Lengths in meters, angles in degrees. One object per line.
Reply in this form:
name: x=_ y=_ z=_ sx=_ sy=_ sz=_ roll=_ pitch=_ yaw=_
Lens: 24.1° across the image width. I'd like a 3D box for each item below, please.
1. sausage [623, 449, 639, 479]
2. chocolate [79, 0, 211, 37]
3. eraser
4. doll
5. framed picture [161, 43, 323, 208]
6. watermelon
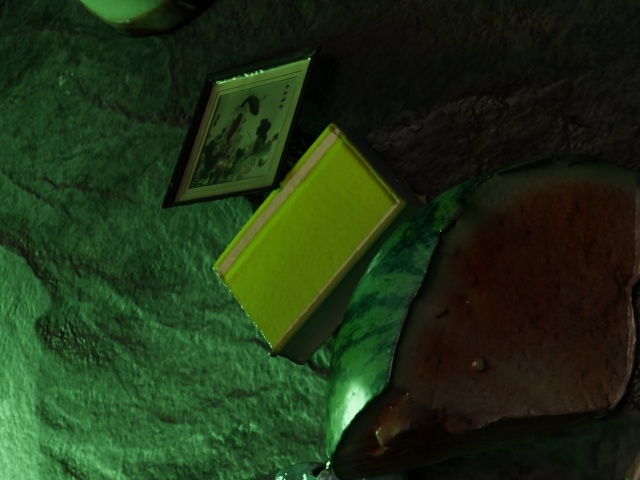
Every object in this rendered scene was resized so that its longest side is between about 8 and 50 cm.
sausage: x=0.306 y=0.168 z=1.332 sx=0.026 sy=0.026 sz=0.116 roll=28 pitch=92 yaw=41
chocolate: x=-0.246 y=-0.408 z=1.866 sx=0.283 sy=0.186 sz=0.284 roll=-15 pitch=65 yaw=34
eraser: x=0.000 y=0.000 z=1.602 sx=0.226 sy=0.069 sz=0.158 roll=-49 pitch=47 yaw=13
doll: x=0.010 y=0.246 z=1.502 sx=0.179 sy=0.075 sz=0.120 roll=-5 pitch=68 yaw=36
framed picture: x=-0.089 y=-0.128 z=1.716 sx=0.199 sy=0.010 sz=0.195 roll=-8 pitch=57 yaw=43
watermelon: x=0.126 y=0.053 z=1.361 sx=0.319 sy=0.222 sz=0.292 roll=-8 pitch=70 yaw=24
